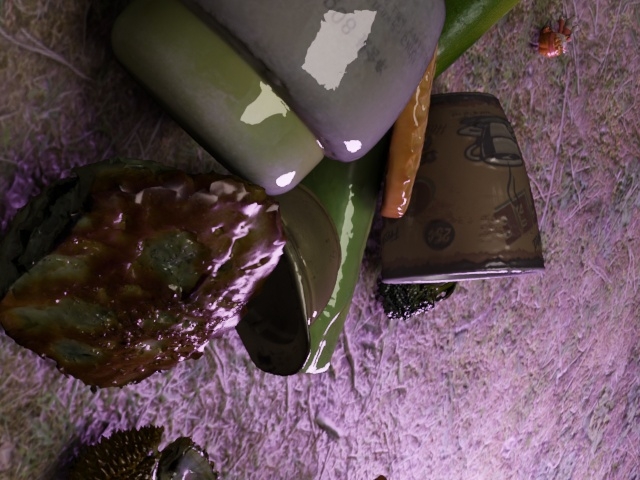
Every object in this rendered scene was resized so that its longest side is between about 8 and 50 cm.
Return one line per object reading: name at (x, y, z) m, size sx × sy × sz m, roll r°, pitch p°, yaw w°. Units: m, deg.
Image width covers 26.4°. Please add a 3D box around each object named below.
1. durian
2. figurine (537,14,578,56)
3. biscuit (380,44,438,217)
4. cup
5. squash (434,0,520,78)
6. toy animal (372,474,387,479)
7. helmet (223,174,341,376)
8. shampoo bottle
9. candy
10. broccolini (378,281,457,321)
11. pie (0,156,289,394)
durian at (-0.237, 0.331, 1.623) m, size 0.237 × 0.137 × 0.193 m, roll -56°, pitch 143°, yaw -23°
figurine at (0.379, -0.323, 2.167) m, size 0.109 × 0.047 × 0.064 m, roll -42°, pitch 127°, yaw -44°
biscuit at (0.109, -0.136, 1.673) m, size 0.309 × 0.040 × 0.205 m, roll 95°, pitch 6°, yaw -57°
cup at (0.198, -0.068, 1.944) m, size 0.301 × 0.227 × 0.257 m, roll 49°, pitch 40°, yaw -83°
squash at (0.217, -0.341, 1.922) m, size 0.378 × 0.101 × 0.101 m, roll -42°, pitch 134°, yaw -26°
toy animal at (0.029, 0.444, 1.981) m, size 0.255 × 0.114 × 0.116 m, roll -62°, pitch 153°, yaw -57°
helmet at (-0.041, 0.019, 1.644) m, size 0.137 × 0.204 × 0.258 m, roll -26°, pitch 93°, yaw -31°
shampoo bottle at (-0.038, -0.233, 1.464) m, size 0.317 × 0.322 × 0.322 m, roll -45°, pitch 139°, yaw 0°
candy at (0.000, 0.000, 1.771) m, size 0.132 × 0.142 × 0.344 m, roll 3°, pitch 104°, yaw -62°
broccolini at (0.222, 0.063, 2.135) m, size 0.392 × 0.074 × 0.079 m, roll -9°, pitch 70°, yaw -49°
pie at (-0.193, 0.033, 1.477) m, size 0.288 × 0.103 × 0.354 m, roll 18°, pitch 131°, yaw -39°
